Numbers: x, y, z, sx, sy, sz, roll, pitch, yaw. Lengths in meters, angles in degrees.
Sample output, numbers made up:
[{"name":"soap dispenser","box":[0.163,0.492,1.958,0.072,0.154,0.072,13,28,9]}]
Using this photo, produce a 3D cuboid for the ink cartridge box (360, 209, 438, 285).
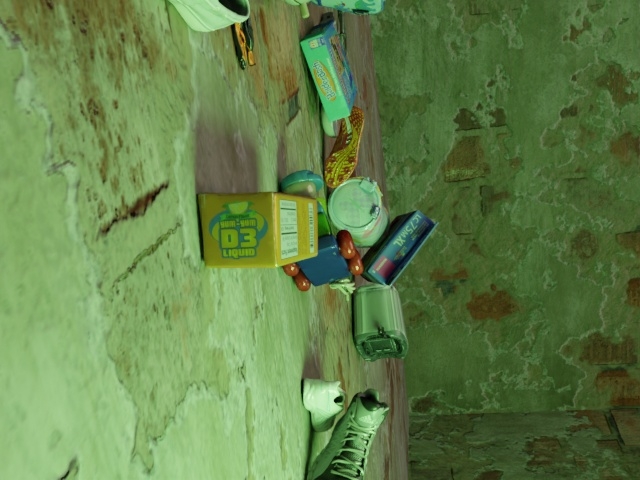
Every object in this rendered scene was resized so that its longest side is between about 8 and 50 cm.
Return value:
[{"name":"ink cartridge box","box":[0.174,0.018,1.671,0.186,0.065,0.311,-51,-175,-4]}]

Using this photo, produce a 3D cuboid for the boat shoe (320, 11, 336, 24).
[{"name":"boat shoe","box":[0.018,-0.480,1.563,0.100,0.035,0.035,-92,170,-56]}]

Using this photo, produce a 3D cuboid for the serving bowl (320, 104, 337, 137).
[{"name":"serving bowl","box":[0.016,-0.255,1.456,0.083,0.027,0.083,-4,90,-81]}]

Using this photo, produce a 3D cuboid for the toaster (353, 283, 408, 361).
[{"name":"toaster","box":[0.145,0.202,1.739,0.227,0.129,0.147,64,20,-60]}]

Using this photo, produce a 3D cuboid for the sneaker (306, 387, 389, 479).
[{"name":"sneaker","box":[0.047,0.304,1.051,0.229,0.086,0.132,-64,176,-60]}]

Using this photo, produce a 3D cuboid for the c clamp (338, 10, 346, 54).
[{"name":"c clamp","box":[0.057,-0.569,1.886,0.137,0.022,0.161,80,9,-59]}]

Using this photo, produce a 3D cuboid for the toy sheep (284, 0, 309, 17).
[{"name":"toy sheep","box":[-0.041,-0.390,1.017,0.091,0.091,0.132,-48,127,-77]}]

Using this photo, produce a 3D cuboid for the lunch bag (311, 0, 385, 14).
[{"name":"lunch bag","box":[0.046,-0.529,1.293,0.219,0.176,0.090,88,21,-58]}]

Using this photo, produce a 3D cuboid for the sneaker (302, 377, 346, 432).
[{"name":"sneaker","box":[0.012,0.264,1.107,0.152,0.061,0.054,75,13,-54]}]

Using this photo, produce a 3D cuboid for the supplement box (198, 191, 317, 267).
[{"name":"supplement box","box":[-0.058,-0.013,0.761,0.233,0.078,0.080,2,86,-80]}]

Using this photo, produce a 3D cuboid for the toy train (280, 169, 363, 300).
[{"name":"toy train","box":[0.000,0.000,1.077,0.248,0.105,0.143,60,14,-69]}]

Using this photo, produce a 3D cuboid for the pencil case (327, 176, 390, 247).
[{"name":"pencil case","box":[0.091,-0.059,1.551,0.273,0.113,0.124,47,62,-77]}]

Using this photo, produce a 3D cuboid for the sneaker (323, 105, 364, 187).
[{"name":"sneaker","box":[0.055,-0.188,1.444,0.067,0.064,0.175,69,42,-83]}]

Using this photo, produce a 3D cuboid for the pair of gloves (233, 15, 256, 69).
[{"name":"pair of gloves","box":[-0.093,-0.251,0.860,0.083,0.010,0.074,-70,154,-70]}]

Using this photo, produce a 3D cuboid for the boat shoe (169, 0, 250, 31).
[{"name":"boat shoe","box":[-0.106,-0.230,0.609,0.184,0.063,0.066,44,43,-76]}]

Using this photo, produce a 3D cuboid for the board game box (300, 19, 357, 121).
[{"name":"board game box","box":[0.021,-0.340,1.383,0.210,0.047,0.160,-74,146,-65]}]
